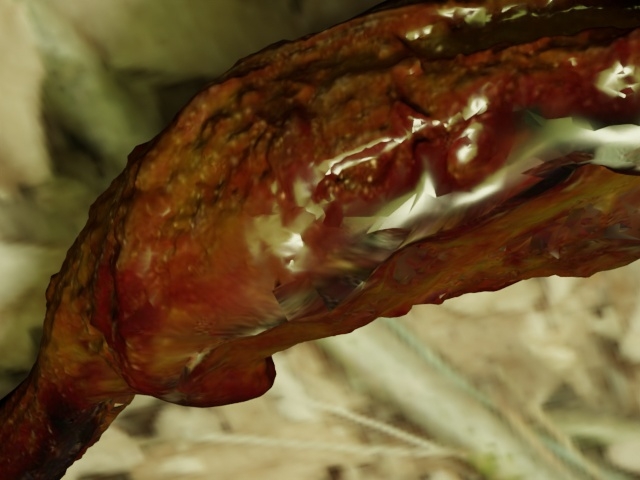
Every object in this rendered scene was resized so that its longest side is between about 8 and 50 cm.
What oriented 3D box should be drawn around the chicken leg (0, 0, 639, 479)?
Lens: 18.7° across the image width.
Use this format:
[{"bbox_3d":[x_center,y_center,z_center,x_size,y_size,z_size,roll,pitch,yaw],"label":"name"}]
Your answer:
[{"bbox_3d":[0.000,0.000,0.589,0.407,0.096,0.158,-28,150,26],"label":"chicken leg"}]
